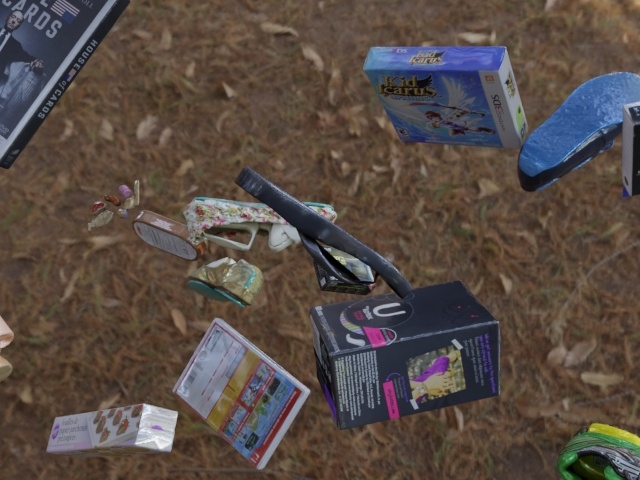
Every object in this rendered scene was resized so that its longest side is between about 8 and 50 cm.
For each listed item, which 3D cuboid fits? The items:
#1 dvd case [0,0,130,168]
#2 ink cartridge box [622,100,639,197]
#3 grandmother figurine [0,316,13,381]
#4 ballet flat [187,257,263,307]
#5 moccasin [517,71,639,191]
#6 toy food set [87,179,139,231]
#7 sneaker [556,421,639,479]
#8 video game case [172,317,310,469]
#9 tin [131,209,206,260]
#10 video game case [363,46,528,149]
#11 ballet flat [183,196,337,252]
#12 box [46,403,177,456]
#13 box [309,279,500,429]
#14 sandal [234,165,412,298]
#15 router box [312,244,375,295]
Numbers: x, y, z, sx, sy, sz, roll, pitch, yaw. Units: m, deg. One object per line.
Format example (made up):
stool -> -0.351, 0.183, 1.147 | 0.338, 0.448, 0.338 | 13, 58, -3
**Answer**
dvd case -> -0.354, -0.227, 0.885 | 0.179, 0.029, 0.238 | 36, 91, 13
ink cartridge box -> 0.509, -0.121, 1.021 | 0.206, 0.208, 0.045 | -12, 55, 13
grandmother figurine -> -0.418, -0.004, 0.744 | 0.104, 0.208, 0.342 | -29, 77, -31
ballet flat -> -0.232, 0.096, 1.933 | 0.123, 0.123, 0.348 | -46, 19, -18
moccasin -> 0.509, -0.220, 1.539 | 0.342, 0.117, 0.137 | -30, 63, -15
toy food set -> -0.385, -0.066, 1.455 | 0.122, 0.019, 0.078 | -20, 58, 22
sneaker -> 0.574, 0.421, 1.328 | 0.343, 0.134, 0.146 | 1, 14, 43
video game case -> -0.180, 0.331, 1.697 | 0.285, 0.025, 0.204 | 34, 97, 28
tin -> -0.354, -0.011, 1.797 | 0.190, 0.106, 0.040 | 20, 54, 17
video game case -> 0.248, -0.276, 1.510 | 0.269, 0.244, 0.061 | 8, 64, 29
ballet flat -> -0.096, -0.019, 1.214 | 0.241, 0.091, 0.077 | 3, 68, 2
box -> -0.343, 0.312, 1.249 | 0.324, 0.067, 0.063 | -19, 55, 45
box -> 0.133, 0.178, 1.248 | 0.270, 0.143, 0.165 | -10, 23, -10
sandal -> -0.001, 0.000, 0.952 | 0.254, 0.097, 0.054 | 33, 92, -7
router box -> 0.048, 0.062, 1.610 | 0.122, 0.038, 0.092 | 8, 50, -32
